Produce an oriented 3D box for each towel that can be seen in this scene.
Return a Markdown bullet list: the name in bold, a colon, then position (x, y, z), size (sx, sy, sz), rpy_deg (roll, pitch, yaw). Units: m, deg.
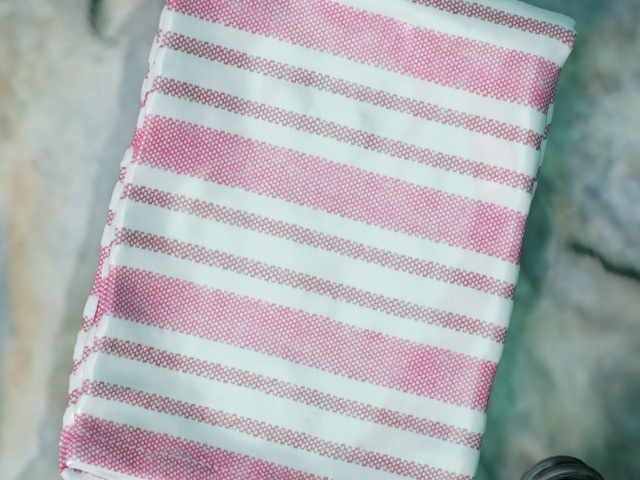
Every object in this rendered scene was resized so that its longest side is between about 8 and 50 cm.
- **towel**: position (0.000, 0.000, 0.617), size (0.144, 0.029, 0.197), rpy_deg (13, 90, -8)

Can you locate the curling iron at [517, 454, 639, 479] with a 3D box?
- **curling iron**: position (0.106, 0.027, 0.556), size (0.068, 0.035, 0.274), rpy_deg (2, 127, -17)
